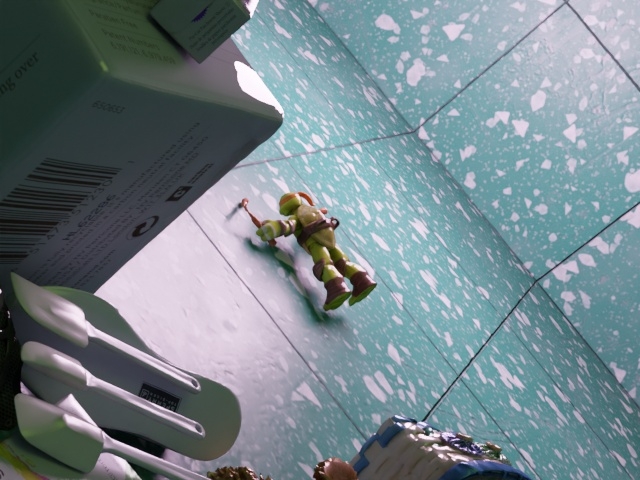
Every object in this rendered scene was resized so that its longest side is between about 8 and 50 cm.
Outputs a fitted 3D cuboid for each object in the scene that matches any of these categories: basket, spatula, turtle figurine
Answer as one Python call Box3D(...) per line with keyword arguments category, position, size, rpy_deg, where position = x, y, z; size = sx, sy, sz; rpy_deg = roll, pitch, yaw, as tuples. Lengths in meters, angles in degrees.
Box3D(category="basket", position=(0.166, 0.347, 1.381), size=(0.255, 0.201, 0.289), rpy_deg=(25, 21, -53))
Box3D(category="spatula", position=(-0.173, 0.139, 1.016), size=(0.242, 0.019, 0.168), rpy_deg=(38, 24, -45))
Box3D(category="turtle figurine", position=(0.000, 0.000, 1.846), size=(0.217, 0.087, 0.269), rpy_deg=(55, 19, 16))

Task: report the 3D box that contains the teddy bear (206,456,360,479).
Box3D(category="teddy bear", position=(-0.040, 0.338, 1.125), size=(0.245, 0.113, 0.338), rpy_deg=(39, 28, -8))

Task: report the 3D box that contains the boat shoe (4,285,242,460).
Box3D(category="boat shoe", position=(-0.205, 0.127, 1.135), size=(0.102, 0.108, 0.301), rpy_deg=(8, -19, 43))

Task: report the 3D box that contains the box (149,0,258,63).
Box3D(category="box", position=(-0.094, -0.249, 1.134), size=(0.063, 0.067, 0.324), rpy_deg=(45, 18, -15))

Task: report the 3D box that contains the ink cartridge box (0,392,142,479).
Box3D(category="ink cartridge box", position=(-0.220, 0.231, 0.908), size=(0.154, 0.093, 0.212), rpy_deg=(51, 20, 1))

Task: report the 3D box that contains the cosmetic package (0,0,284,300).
Box3D(category="cosmetic package", position=(-0.314, -0.176, 1.102), size=(0.393, 0.329, 0.327), rpy_deg=(56, 19, 14))

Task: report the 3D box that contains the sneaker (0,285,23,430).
Box3D(category="sneaker", position=(-0.300, 0.134, 0.913), size=(0.227, 0.087, 0.130), rpy_deg=(-66, 146, -49))
